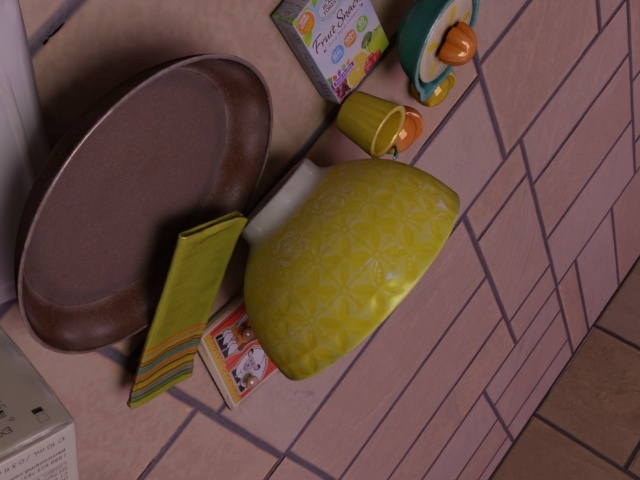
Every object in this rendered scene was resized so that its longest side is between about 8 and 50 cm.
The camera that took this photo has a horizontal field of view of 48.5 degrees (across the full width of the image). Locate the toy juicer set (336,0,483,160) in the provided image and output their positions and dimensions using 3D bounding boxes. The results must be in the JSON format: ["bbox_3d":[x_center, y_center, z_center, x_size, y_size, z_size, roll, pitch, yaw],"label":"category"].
[{"bbox_3d":[0.158,-0.239,0.878,0.329,0.089,0.209,-60,159,7],"label":"toy juicer set"}]

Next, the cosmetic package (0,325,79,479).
[{"bbox_3d":[-0.301,0.243,0.630,0.129,0.153,0.296,-24,135,-39],"label":"cosmetic package"}]

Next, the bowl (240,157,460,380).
[{"bbox_3d":[0.000,0.000,0.809,0.156,0.289,0.289,42,77,-9],"label":"bowl"}]

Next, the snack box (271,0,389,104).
[{"bbox_3d":[0.016,-0.233,0.791,0.100,0.037,0.141,-54,145,-10],"label":"snack box"}]

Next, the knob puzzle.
[{"bbox_3d":[-0.067,0.122,0.949,0.213,0.030,0.213,-29,134,-36],"label":"knob puzzle"}]

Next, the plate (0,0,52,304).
[{"bbox_3d":[-0.320,-0.025,0.531,0.278,0.045,0.277,-29,135,-35],"label":"plate"}]

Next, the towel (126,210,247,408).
[{"bbox_3d":[-0.147,0.079,0.773,0.102,0.021,0.237,-30,149,-56],"label":"towel"}]

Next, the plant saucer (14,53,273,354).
[{"bbox_3d":[-0.158,-0.037,0.652,0.310,0.050,0.310,-47,160,-23],"label":"plant saucer"}]
